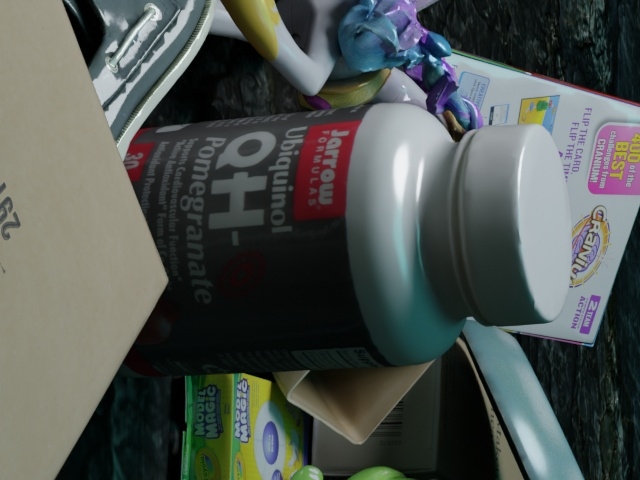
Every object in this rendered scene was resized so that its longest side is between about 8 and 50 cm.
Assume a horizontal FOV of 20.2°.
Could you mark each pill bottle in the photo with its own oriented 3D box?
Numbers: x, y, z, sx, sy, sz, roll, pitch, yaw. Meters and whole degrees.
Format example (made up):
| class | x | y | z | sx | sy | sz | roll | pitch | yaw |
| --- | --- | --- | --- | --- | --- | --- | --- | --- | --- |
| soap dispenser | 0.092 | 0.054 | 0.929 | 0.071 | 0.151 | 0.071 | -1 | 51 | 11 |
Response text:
| class | x | y | z | sx | sy | sz | roll | pitch | yaw |
| --- | --- | --- | --- | --- | --- | --- | --- | --- | --- |
| pill bottle | 0.000 | 0.000 | 1.214 | 0.176 | 0.318 | 0.176 | -5 | 90 | -68 |

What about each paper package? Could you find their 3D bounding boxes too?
| class | x | y | z | sx | sy | sz | roll | pitch | yaw |
| --- | --- | --- | --- | --- | --- | --- | --- | --- | --- |
| paper package | -0.234 | -0.013 | 0.844 | 0.309 | 0.168 | 0.325 | -65 | 146 | -50 |

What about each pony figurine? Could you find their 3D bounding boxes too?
| class | x | y | z | sx | sy | sz | roll | pitch | yaw |
| --- | --- | --- | --- | --- | --- | --- | --- | --- | --- |
| pony figurine | 0.013 | -0.208 | 1.399 | 0.363 | 0.302 | 0.351 | 34 | 53 | -37 |

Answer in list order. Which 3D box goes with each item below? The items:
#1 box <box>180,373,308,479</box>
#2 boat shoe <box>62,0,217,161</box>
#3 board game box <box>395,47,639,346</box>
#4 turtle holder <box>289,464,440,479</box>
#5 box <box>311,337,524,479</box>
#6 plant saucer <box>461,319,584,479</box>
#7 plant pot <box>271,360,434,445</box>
| class | x | y | z | sx | sy | sz | roll | pitch | yaw |
| --- | --- | --- | --- | --- | --- | --- | --- | --- | --- |
| box | -0.060 | 0.159 | 1.413 | 0.179 | 0.043 | 0.105 | 24 | 65 | -64 |
| boat shoe | -0.148 | -0.137 | 1.125 | 0.099 | 0.116 | 0.319 | 76 | 29 | -51 |
| board game box | 0.160 | -0.040 | 1.650 | 0.316 | 0.064 | 0.242 | 12 | 100 | -38 |
| turtle holder | 0.073 | 0.296 | 1.412 | 0.320 | 0.227 | 0.243 | 65 | 42 | -58 |
| box | 0.106 | 0.190 | 1.711 | 0.311 | 0.121 | 0.148 | 40 | 49 | -60 |
| plant saucer | 0.198 | 0.206 | 1.529 | 0.317 | 0.043 | 0.318 | -23 | 90 | -87 |
| plant pot | 0.012 | 0.083 | 1.472 | 0.109 | 0.096 | 0.109 | -50 | 135 | 2 |
